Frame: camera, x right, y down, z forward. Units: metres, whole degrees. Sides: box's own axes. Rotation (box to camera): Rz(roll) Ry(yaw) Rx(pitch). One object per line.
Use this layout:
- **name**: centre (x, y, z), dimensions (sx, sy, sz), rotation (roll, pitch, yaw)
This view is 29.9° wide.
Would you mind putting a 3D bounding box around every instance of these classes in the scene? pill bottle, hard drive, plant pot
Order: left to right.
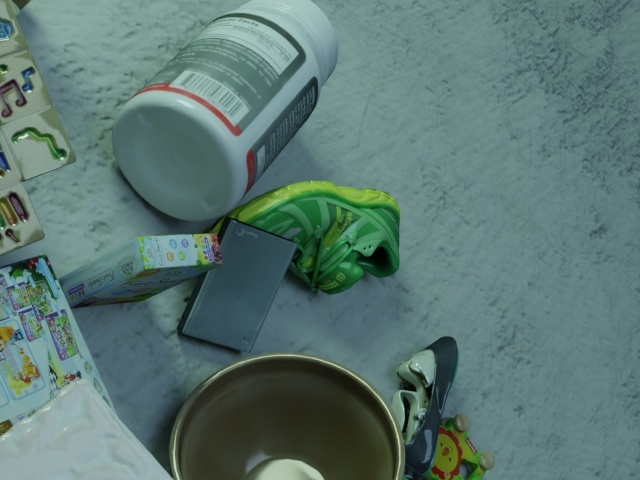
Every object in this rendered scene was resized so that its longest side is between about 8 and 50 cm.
- **pill bottle**: centre (-0.098, -0.162, 1.361), dimensions (0.161, 0.161, 0.283), rotation (51, 43, -15)
- **hard drive**: centre (-0.091, 0.049, 1.312), dimensions (0.094, 0.022, 0.135), rotation (21, 95, -37)
- **plant pot**: centre (-0.035, 0.241, 1.232), dimensions (0.237, 0.109, 0.237), rotation (2, 47, -2)

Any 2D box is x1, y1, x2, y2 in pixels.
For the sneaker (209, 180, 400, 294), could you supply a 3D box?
- **sneaker**: centre (0.000, 0.000, 1.420), dimensions (0.295, 0.109, 0.123), rotation (0, 71, -44)

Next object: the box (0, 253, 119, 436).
- **box**: centre (-0.283, 0.176, 1.088), dimensions (0.201, 0.057, 0.293), rotation (-22, 88, -49)

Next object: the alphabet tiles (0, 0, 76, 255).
- **alphabet tiles**: centre (-0.392, -0.128, 1.072), dimensions (0.285, 0.011, 0.342), rotation (-25, 96, -27)

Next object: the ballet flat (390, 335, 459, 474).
- **ballet flat**: centre (0.123, 0.191, 1.484), dimensions (0.074, 0.074, 0.203), rotation (38, 50, -27)

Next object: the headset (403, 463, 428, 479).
- **headset**: centre (0.090, 0.430, 1.318), dimensions (0.243, 0.185, 0.394), rotation (-22, 72, -44)

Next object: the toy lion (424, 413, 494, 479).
- **toy lion**: centre (0.166, 0.274, 1.517), dimensions (0.096, 0.034, 0.100), rotation (-43, 103, -40)

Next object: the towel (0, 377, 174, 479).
- **towel**: centre (-0.213, 0.324, 0.919), dimensions (0.332, 0.053, 0.317), rotation (-38, 87, -26)

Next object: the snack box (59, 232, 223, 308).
- **snack box**: centre (-0.181, 0.031, 1.198), dimensions (0.100, 0.141, 0.037), rotation (-5, 76, -47)

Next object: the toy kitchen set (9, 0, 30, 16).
- **toy kitchen set**: centre (-0.336, -0.260, 1.162), dimensions (0.122, 0.166, 0.207), rotation (44, 45, -21)
